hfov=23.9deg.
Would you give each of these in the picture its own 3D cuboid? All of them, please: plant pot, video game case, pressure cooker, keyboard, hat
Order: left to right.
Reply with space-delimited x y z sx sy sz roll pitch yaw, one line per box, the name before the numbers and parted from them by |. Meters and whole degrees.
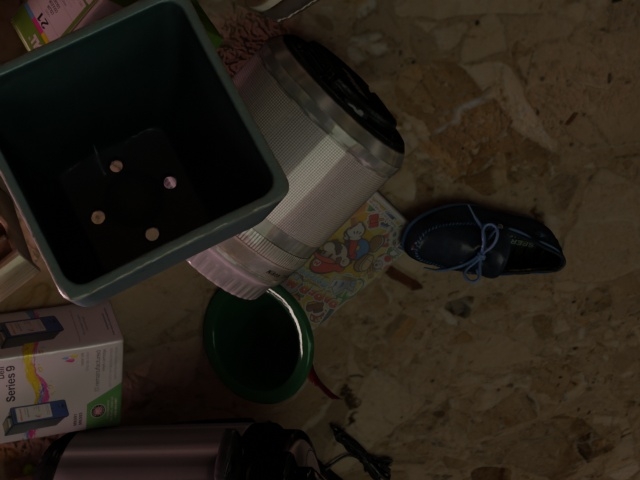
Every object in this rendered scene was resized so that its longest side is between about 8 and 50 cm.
plant pot | -0.201 -0.074 1.601 0.247 0.247 0.252 -27 171 -9
pressure cooker | -0.145 0.425 2.000 0.421 0.375 0.370 -3 175 13
hat | -0.046 0.125 2.106 0.183 0.173 0.208 -25 144 -56
keyboard | -0.004 0.368 2.326 0.201 0.033 0.317 -39 133 7
video game case | 0.000 0.000 2.043 0.206 0.026 0.227 -40 132 9

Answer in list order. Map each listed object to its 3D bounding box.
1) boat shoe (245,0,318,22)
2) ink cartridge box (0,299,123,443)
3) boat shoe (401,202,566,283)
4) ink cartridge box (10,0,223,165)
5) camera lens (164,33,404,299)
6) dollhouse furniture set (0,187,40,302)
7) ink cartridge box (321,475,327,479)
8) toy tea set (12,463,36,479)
boat shoe | 0.056 -0.357 1.734 0.324 0.116 0.097 -43 128 3
ink cartridge box | -0.369 0.173 1.962 0.213 0.093 0.154 -6 128 -19
boat shoe | 0.237 0.002 2.099 0.258 0.089 0.109 -4 124 -30
ink cartridge box | -0.266 -0.190 1.697 0.255 0.097 0.189 -45 146 18
camera lens | -0.053 -0.092 1.815 0.274 0.219 0.219 -45 131 13
dollhouse furniture set | -0.446 -0.044 1.708 0.212 0.161 0.242 -37 132 6
ink cartridge box | -0.084 0.448 2.279 0.237 0.100 0.172 -33 133 15
toy tea set | -0.501 0.319 2.005 0.200 0.124 0.336 -13 161 30
